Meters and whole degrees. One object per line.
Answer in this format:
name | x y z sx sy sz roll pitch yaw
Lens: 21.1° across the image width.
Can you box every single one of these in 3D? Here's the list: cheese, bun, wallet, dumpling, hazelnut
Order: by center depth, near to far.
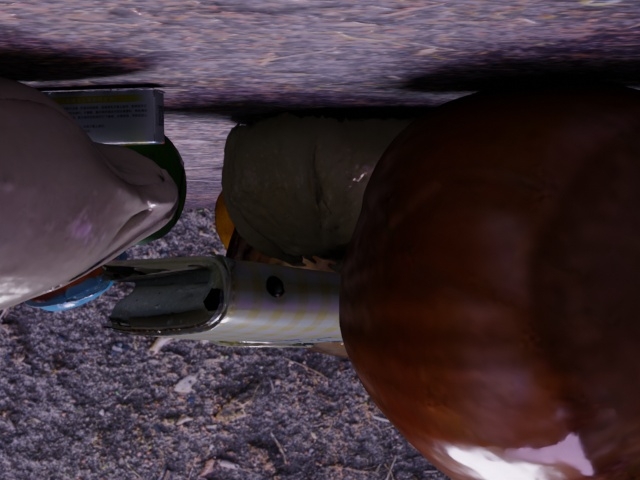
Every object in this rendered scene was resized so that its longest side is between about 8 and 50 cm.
dumpling | -0.284 -0.046 1.181 0.260 0.181 0.341 23 -135 38
hazelnut | 0.176 0.047 1.339 0.372 0.372 0.315 -2 -169 39
wallet | -0.021 0.059 1.573 0.310 0.077 0.223 6 170 -38
bun | 0.030 -0.042 1.631 0.259 0.152 0.259 -3 180 0
cheese | -0.251 0.016 1.677 0.106 0.037 0.256 -25 -157 -11

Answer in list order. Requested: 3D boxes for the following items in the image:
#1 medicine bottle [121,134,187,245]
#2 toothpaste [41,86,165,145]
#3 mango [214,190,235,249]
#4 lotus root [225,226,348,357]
medicine bottle | -0.245 -0.046 1.580 0.133 0.133 0.274 0 179 -44
toothpaste | -0.201 -0.095 1.336 0.164 0.046 0.034 -1 -178 9
mango | -0.037 -0.034 2.279 0.236 0.136 0.166 -8 172 32
lotus root | 0.000 0.000 1.908 0.192 0.272 0.272 11 176 -11
